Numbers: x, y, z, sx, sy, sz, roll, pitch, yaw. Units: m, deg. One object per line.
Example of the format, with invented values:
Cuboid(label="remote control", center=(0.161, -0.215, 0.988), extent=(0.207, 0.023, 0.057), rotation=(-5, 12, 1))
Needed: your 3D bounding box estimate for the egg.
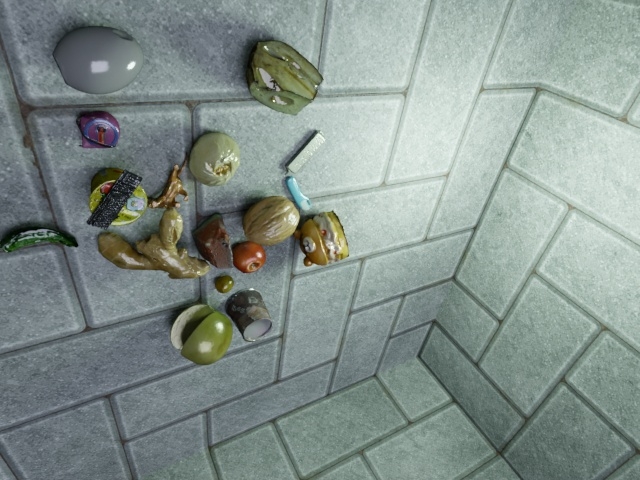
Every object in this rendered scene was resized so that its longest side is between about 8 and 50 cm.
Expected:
Cuboid(label="egg", center=(-0.624, -0.515, 1.170), extent=(0.231, 0.176, 0.176), rotation=(-23, 136, -17))

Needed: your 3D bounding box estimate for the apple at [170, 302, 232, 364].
Cuboid(label="apple", center=(-0.570, 0.448, 1.980), extent=(0.254, 0.291, 0.292), rotation=(-55, 140, -10))

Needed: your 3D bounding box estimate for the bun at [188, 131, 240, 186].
Cuboid(label="bun", center=(-0.395, -0.298, 1.569), extent=(0.222, 0.127, 0.223), rotation=(-20, 133, -23))

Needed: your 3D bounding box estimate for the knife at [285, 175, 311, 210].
Cuboid(label="knife", center=(-0.104, -0.219, 1.928), extent=(0.064, 0.031, 0.222), rotation=(-33, 135, -1))

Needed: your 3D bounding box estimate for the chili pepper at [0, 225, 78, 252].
Cuboid(label="chili pepper", center=(-1.005, 0.000, 1.427), extent=(0.278, 0.065, 0.122), rotation=(-9, 127, -36))

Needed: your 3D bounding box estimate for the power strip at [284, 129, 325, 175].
Cuboid(label="power strip", center=(-0.073, -0.380, 1.809), extent=(0.253, 0.027, 0.060), rotation=(-47, 138, 8))

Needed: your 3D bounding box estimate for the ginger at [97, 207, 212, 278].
Cuboid(label="ginger", center=(-0.645, 0.065, 1.624), extent=(0.362, 0.122, 0.348), rotation=(-24, 125, 1))

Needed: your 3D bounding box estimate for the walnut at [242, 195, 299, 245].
Cuboid(label="walnut", center=(-0.223, -0.087, 1.812), extent=(0.260, 0.225, 0.225), rotation=(-32, 139, -15))

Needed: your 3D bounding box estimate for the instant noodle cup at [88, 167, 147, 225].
Cuboid(label="instant noodle cup", center=(-0.717, -0.164, 1.436), extent=(0.182, 0.144, 0.182), rotation=(-20, 134, -22))

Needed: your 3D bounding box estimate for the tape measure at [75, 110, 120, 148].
Cuboid(label="tape measure", center=(-0.716, -0.357, 1.322), extent=(0.125, 0.074, 0.118), rotation=(-2, 132, -29))

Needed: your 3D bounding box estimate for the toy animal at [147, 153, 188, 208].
Cuboid(label="toy animal", center=(-0.559, -0.213, 1.563), extent=(0.114, 0.116, 0.255), rotation=(32, 91, -41))

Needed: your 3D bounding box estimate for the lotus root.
Cuboid(label="lotus root", center=(-0.147, -0.587, 1.504), extent=(0.314, 0.141, 0.210), rotation=(21, 74, -41))

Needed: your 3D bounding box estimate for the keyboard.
Cuboid(label="keyboard", center=(-0.683, -0.130, 1.365), extent=(0.231, 0.023, 0.072), rotation=(-50, 140, 9))

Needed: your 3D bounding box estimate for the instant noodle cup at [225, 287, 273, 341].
Cuboid(label="instant noodle cup", center=(-0.365, 0.396, 2.145), extent=(0.217, 0.207, 0.218), rotation=(-21, 137, -21))

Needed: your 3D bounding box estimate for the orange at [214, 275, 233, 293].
Cuboid(label="orange", center=(-0.468, 0.214, 2.002), extent=(0.095, 0.085, 0.085), rotation=(-33, 139, -4))

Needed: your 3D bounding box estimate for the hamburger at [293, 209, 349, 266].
Cuboid(label="hamburger", center=(0.000, 0.000, 2.041), extent=(0.236, 0.276, 0.277), rotation=(-19, 136, -7))

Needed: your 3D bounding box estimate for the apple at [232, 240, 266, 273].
Cuboid(label="apple", center=(-0.338, 0.080, 1.936), extent=(0.163, 0.139, 0.164), rotation=(-21, 134, -23))

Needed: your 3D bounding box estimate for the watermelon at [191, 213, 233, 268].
Cuboid(label="watermelon", center=(-0.439, 0.024, 1.726), extent=(0.139, 0.256, 0.193), rotation=(-19, 129, -23))
